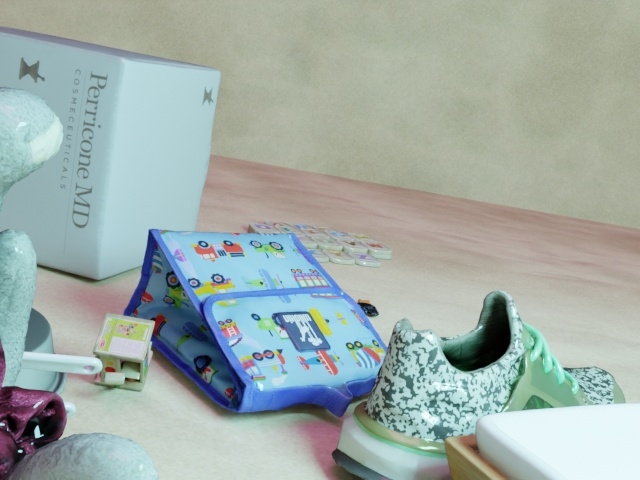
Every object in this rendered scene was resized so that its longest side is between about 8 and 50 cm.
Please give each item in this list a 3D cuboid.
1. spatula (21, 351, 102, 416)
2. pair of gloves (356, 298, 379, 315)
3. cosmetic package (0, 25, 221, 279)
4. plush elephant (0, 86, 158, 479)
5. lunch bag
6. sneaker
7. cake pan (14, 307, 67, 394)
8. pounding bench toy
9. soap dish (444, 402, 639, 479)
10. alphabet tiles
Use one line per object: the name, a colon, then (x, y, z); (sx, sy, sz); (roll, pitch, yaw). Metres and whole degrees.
spatula: (-0.298, 0.121, 0.609); (0.242, 0.168, 0.019); (10, 41, -22)
pair of gloves: (0.050, 0.104, 1.272); (0.083, 0.010, 0.074); (11, 11, -13)
cosmetic package: (-0.423, -0.162, 1.311); (0.394, 0.329, 0.327); (14, 12, 15)
plush elephant: (-0.207, 0.129, 0.446); (0.255, 0.330, 0.272); (36, 28, 1)
lunch bag: (-0.062, 0.113, 0.946); (0.221, 0.138, 0.293); (1, 28, -41)
sneaker: (0.203, 0.144, 0.829); (0.410, 0.182, 0.158); (0, 17, -42)
cake pan: (-0.397, 0.104, 0.780); (0.293, 0.054, 0.293); (10, 12, -2)
pounding bench toy: (-0.208, 0.131, 0.833); (0.052, 0.065, 0.083); (10, 44, -4)
soap dish: (0.275, 0.232, 0.654); (0.291, 0.118, 0.229); (4, 14, -29)
alphabet tiles: (0.000, 0.000, 1.666); (0.284, 0.021, 0.278); (5, 13, -22)
